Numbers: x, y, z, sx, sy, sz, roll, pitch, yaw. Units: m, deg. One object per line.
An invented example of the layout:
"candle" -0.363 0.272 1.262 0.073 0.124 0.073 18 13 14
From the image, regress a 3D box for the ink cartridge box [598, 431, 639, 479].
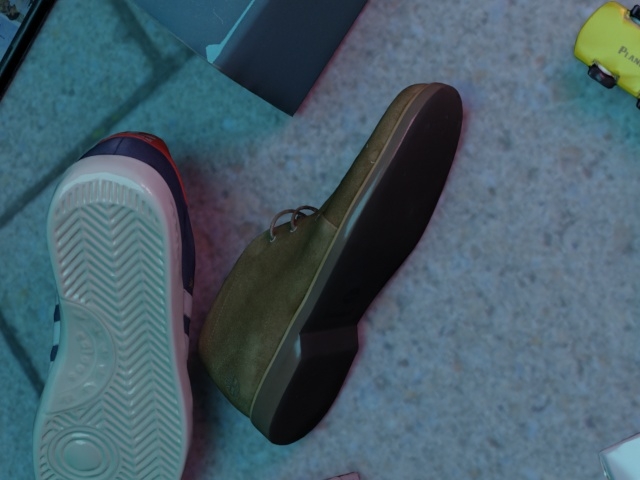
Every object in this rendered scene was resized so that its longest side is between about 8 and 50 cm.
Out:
"ink cartridge box" 0.282 0.135 0.956 0.153 0.208 0.087 -28 78 20

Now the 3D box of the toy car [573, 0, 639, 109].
"toy car" 0.314 -0.084 1.032 0.225 0.053 0.239 -23 81 21

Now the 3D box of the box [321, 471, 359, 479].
"box" -0.111 0.262 1.205 0.324 0.063 0.067 -20 80 22

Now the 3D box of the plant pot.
"plant pot" -0.035 -0.248 1.134 0.165 0.165 0.234 40 96 19

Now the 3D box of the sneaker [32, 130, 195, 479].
"sneaker" -0.155 0.075 1.209 0.131 0.148 0.350 9 117 -1

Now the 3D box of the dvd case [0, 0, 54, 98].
"dvd case" -0.332 -0.206 1.335 0.180 0.022 0.253 36 103 19

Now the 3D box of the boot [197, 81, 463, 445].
"boot" 0.000 0.000 1.146 0.115 0.112 0.305 38 106 31
